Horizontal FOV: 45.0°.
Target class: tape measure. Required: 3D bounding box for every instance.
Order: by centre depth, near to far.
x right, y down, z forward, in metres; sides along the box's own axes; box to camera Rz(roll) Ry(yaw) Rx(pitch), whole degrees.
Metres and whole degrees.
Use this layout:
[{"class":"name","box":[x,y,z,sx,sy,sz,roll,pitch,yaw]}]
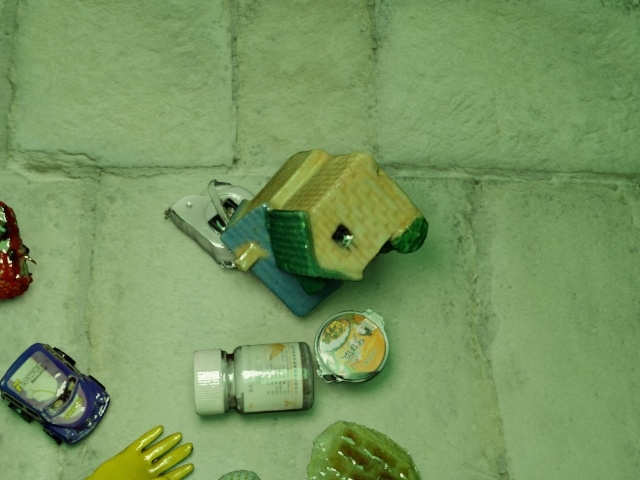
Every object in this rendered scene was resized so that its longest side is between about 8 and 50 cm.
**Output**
[{"class":"tape measure","box":[-0.246,-0.051,1.977,0.236,0.120,0.197,41,68,6]}]

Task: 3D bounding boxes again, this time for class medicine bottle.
[{"class":"medicine bottle","box":[-0.157,0.324,1.809,0.273,0.165,0.165,-2,69,-8]}]

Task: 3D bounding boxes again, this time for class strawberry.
[{"class":"strawberry","box":[-0.815,0.027,1.823,0.257,0.261,0.261,-14,70,-19]}]

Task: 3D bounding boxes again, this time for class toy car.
[{"class":"toy car","box":[-0.606,0.344,1.754,0.235,0.158,0.172,34,69,8]}]

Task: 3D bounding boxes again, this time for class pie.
[{"class":"pie","box":[0.106,0.552,1.761,0.306,0.071,0.306,11,49,-13]}]

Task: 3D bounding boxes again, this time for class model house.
[{"class":"model house","box":[0.000,0.000,1.809,0.334,0.382,0.342,47,73,-16]}]

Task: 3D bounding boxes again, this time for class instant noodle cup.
[{"class":"instant noodle cup","box":[0.069,0.272,1.877,0.208,0.125,0.177,-32,74,-17]}]

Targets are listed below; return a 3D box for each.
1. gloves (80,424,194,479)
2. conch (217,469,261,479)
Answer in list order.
[{"class":"gloves","box":[-0.425,0.524,1.742,0.294,0.116,0.133,-26,81,-22]},{"class":"conch","box":[-0.182,0.579,1.745,0.153,0.102,0.135,-8,55,-9]}]
